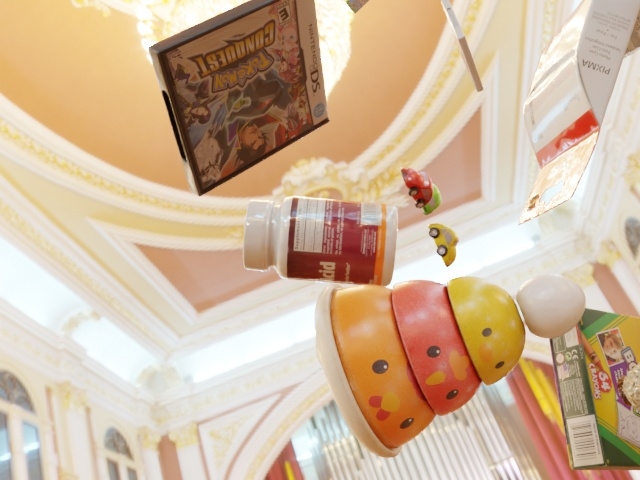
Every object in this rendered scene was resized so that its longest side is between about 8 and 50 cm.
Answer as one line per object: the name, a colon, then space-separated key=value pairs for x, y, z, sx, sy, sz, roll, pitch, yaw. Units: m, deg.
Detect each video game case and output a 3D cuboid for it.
video game case: x=-0.107 y=-0.231 z=1.071 sx=0.275 sy=0.035 sz=0.248 roll=-34 pitch=-42 yaw=-26
video game case: x=0.365 y=-0.502 z=1.804 sx=0.022 sy=0.173 sz=0.190 roll=-22 pitch=-40 yaw=15

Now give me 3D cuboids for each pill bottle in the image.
pill bottle: x=0.000 y=0.000 z=1.871 sx=0.392 sy=0.224 sz=0.224 roll=5 pitch=-33 yaw=2

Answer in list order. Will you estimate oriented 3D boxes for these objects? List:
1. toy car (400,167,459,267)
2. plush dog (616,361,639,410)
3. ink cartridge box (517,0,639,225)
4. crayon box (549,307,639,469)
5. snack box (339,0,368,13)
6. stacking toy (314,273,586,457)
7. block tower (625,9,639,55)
toy car: x=0.240 y=-0.080 z=1.528 sx=0.053 sy=0.225 sz=0.239 roll=-24 pitch=-72 yaw=13
plush dog: x=0.713 y=0.267 z=1.392 sx=0.225 sy=0.211 sz=0.262 roll=-26 pitch=-5 yaw=-10
ink cartridge box: x=0.443 y=-0.239 z=1.314 sx=0.091 sy=0.385 sz=0.308 roll=22 pitch=-7 yaw=2
crayon box: x=0.710 y=0.358 z=1.678 sx=0.313 sy=0.363 sz=0.106 roll=10 pitch=-26 yaw=-29
snack box: x=0.092 y=-0.552 z=1.545 sx=0.100 sy=0.141 sz=0.037 roll=-43 pitch=-69 yaw=10
stacking toy: x=0.256 y=0.173 z=1.322 sx=0.479 sy=0.351 sz=0.350 roll=-24 pitch=-30 yaw=15
block tower: x=0.760 y=-0.507 z=1.666 sx=0.335 sy=0.091 sz=0.097 roll=-29 pitch=-3 yaw=23
